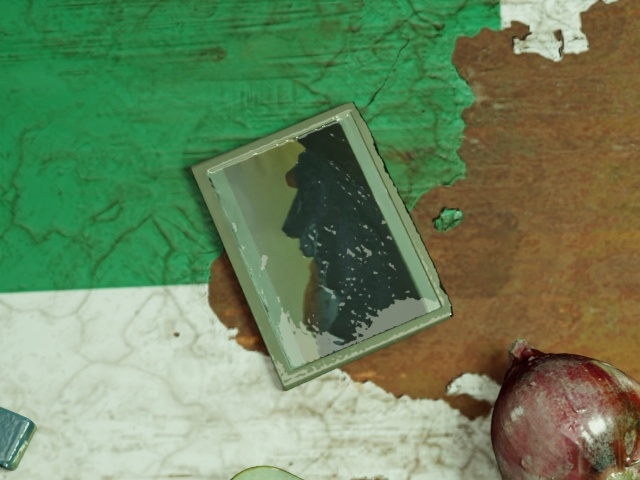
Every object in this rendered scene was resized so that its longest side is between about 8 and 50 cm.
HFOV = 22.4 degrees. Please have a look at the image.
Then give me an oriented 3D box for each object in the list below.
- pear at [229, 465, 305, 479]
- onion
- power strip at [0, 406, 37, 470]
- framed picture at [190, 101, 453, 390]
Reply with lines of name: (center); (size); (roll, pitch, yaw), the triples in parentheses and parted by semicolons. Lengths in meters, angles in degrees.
pear: (-0.049, 0.291, 1.519); (0.141, 0.104, 0.141); (6, 52, -8)
onion: (0.226, 0.166, 1.509); (0.159, 0.159, 0.195); (-28, 47, -3)
power strip: (-0.349, 0.187, 1.630); (0.123, 0.032, 0.056); (20, 74, 13)
framed picture: (0.000, 0.000, 1.663); (0.192, 0.018, 0.265); (-24, 69, -3)
